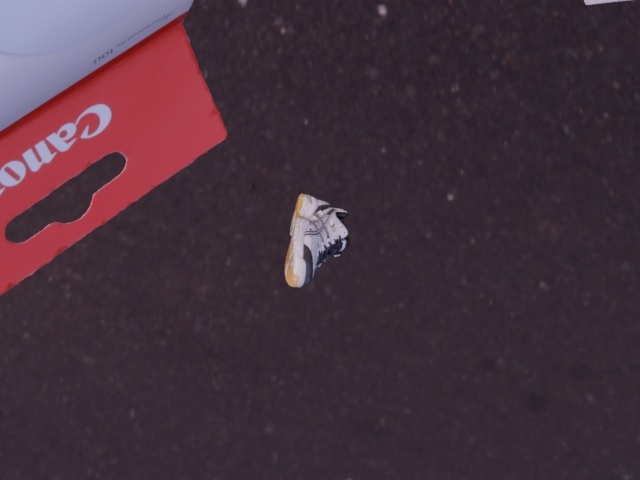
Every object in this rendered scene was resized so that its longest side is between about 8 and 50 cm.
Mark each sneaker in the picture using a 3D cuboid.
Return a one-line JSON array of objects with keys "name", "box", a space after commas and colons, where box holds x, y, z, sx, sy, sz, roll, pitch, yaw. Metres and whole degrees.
[{"name": "sneaker", "box": [0.000, 0.000, 0.753, 0.037, 0.083, 0.032, 15, 125, -4]}]

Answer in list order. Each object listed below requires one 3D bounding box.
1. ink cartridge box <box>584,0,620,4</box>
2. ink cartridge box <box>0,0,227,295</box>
[{"name": "ink cartridge box", "box": [0.253, -0.208, 0.892, 0.122, 0.088, 0.052, -20, 103, -20]}, {"name": "ink cartridge box", "box": [-0.215, -0.107, 0.900, 0.308, 0.091, 0.385, -37, 140, -16]}]
